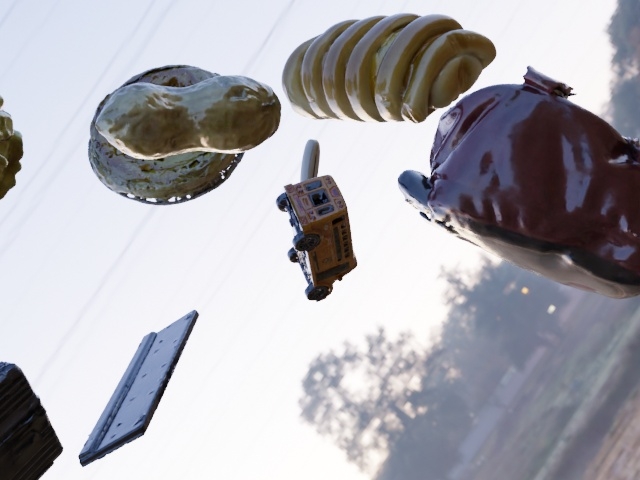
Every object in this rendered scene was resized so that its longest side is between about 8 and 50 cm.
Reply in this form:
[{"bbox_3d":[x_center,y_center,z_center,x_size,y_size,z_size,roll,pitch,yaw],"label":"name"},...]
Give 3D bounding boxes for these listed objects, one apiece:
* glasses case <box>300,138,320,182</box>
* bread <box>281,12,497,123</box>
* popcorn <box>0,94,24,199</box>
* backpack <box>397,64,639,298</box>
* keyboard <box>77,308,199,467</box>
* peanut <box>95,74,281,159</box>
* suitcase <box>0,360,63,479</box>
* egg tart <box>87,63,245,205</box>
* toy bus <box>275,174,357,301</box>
[{"bbox_3d":[-0.016,-0.112,1.527,0.021,0.032,0.083,3,-81,-28],"label":"glasses case"},{"bbox_3d":[0.071,-0.235,1.364,0.173,0.311,0.121,-42,-59,-29],"label":"bread"},{"bbox_3d":[-0.531,-0.126,1.386,0.249,0.249,0.225,-59,-20,11],"label":"popcorn"},{"bbox_3d":[0.180,-0.044,0.777,0.139,0.229,0.229,-68,-18,8],"label":"backpack"},{"bbox_3d":[-0.220,0.175,1.254,0.101,0.018,0.310,-29,16,14],"label":"keyboard"},{"bbox_3d":[-0.153,-0.145,1.192,0.229,0.098,0.103,-10,-32,-22],"label":"peanut"},{"bbox_3d":[-0.482,0.277,1.123,0.335,0.229,0.152,-47,-56,-43],"label":"suitcase"},{"bbox_3d":[-0.213,-0.144,1.429,0.234,0.234,0.094,-51,-22,-17],"label":"egg tart"},{"bbox_3d":[0.000,0.000,1.366,0.088,0.083,0.194,-20,-33,-7],"label":"toy bus"}]
